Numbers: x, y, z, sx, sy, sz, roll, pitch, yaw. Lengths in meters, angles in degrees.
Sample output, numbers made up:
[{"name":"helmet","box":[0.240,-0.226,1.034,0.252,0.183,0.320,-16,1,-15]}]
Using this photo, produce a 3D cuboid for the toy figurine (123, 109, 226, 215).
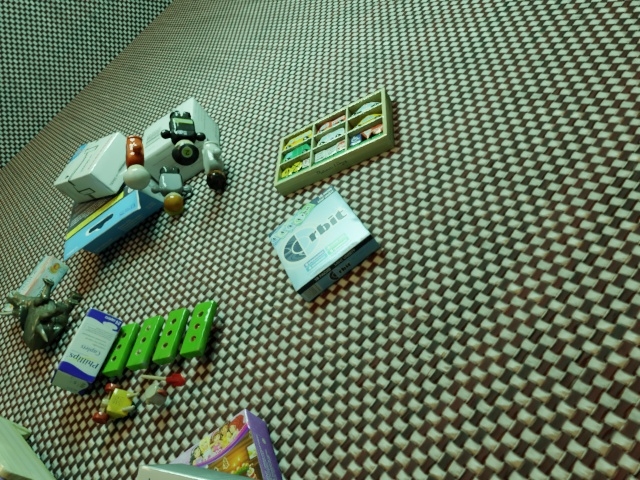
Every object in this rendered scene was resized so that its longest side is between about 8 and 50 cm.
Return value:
[{"name":"toy figurine","box":[-0.342,-0.176,1.321,0.213,0.209,0.148,-25,56,11]}]

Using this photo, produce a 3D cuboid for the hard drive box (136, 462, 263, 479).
[{"name":"hard drive box","box":[-0.099,0.356,0.600,0.232,0.089,0.181,0,71,22]}]

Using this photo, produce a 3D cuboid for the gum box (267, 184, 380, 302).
[{"name":"gum box","box":[0.000,0.000,0.987,0.157,0.041,0.184,-38,38,4]}]

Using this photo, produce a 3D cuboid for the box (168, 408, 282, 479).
[{"name":"box","box":[-0.178,0.394,0.741,0.293,0.057,0.201,-37,38,5]}]

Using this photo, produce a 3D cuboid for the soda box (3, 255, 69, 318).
[{"name":"soda box","box":[-0.772,0.131,1.507,0.063,0.058,0.183,1,53,41]}]

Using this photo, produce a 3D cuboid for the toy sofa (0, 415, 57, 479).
[{"name":"toy sofa","box":[-0.570,0.422,0.955,0.363,0.177,0.150,11,61,45]}]

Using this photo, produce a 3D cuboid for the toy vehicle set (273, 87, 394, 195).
[{"name":"toy vehicle set","box":[0.027,-0.207,1.170,0.267,0.035,0.165,-22,42,24]}]

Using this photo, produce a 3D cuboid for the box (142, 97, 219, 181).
[{"name":"box","box":[-0.380,-0.262,1.504,0.182,0.119,0.181,-30,39,14]}]

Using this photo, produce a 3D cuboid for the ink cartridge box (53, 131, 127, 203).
[{"name":"ink cartridge box","box":[-0.583,-0.189,1.448,0.203,0.086,0.148,-7,50,40]}]

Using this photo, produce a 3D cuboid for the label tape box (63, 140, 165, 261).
[{"name":"label tape box","box":[-0.543,-0.091,1.488,0.249,0.115,0.347,-34,40,11]}]

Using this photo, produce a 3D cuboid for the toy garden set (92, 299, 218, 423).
[{"name":"toy garden set","box":[-0.301,0.230,1.019,0.244,0.049,0.203,-17,42,27]}]

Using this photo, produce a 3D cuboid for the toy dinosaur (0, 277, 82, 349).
[{"name":"toy dinosaur","box":[-0.661,0.196,1.329,0.314,0.121,0.160,35,91,47]}]

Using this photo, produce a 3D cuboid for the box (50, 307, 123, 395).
[{"name":"box","box":[-0.468,0.224,1.107,0.126,0.072,0.137,-41,26,51]}]
